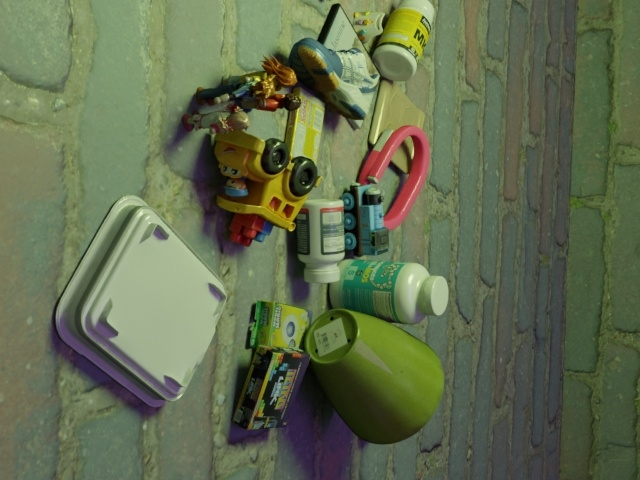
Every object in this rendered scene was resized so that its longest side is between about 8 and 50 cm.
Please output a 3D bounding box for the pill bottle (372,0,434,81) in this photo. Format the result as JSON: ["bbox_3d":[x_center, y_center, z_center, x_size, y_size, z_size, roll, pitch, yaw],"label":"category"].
[{"bbox_3d":[0.217,-0.523,2.151,0.119,0.119,0.209,53,50,-45],"label":"pill bottle"}]

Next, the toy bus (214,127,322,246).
[{"bbox_3d":[-0.132,-0.096,1.646,0.220,0.149,0.211,30,83,-52],"label":"toy bus"}]

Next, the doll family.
[{"bbox_3d":[-0.138,-0.282,1.580,0.263,0.163,0.118,-33,120,-51],"label":"doll family"}]

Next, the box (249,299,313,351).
[{"bbox_3d":[-0.085,0.190,1.809,0.179,0.043,0.105,19,77,-54],"label":"box"}]

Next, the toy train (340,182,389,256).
[{"bbox_3d":[0.109,-0.049,2.032,0.080,0.105,0.184,-15,105,-56],"label":"toy train"}]

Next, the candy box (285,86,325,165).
[{"bbox_3d":[-0.039,-0.226,1.863,0.105,0.027,0.206,21,74,-53],"label":"candy box"}]

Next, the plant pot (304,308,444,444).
[{"bbox_3d":[0.096,0.282,1.898,0.293,0.274,0.275,45,56,-45],"label":"plant pot"}]

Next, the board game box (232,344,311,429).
[{"bbox_3d":[-0.101,0.308,1.751,0.141,0.048,0.170,14,96,-55],"label":"board game box"}]

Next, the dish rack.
[{"bbox_3d":[-0.287,0.114,1.471,0.333,0.072,0.286,54,48,-45],"label":"dish rack"}]

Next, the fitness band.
[{"bbox_3d":[0.193,-0.164,2.158,0.291,0.054,0.209,-60,139,-19],"label":"fitness band"}]

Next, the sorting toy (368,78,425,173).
[{"bbox_3d":[0.200,-0.300,2.222,0.208,0.038,0.193,30,67,-49],"label":"sorting toy"}]

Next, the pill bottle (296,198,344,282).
[{"bbox_3d":[0.000,0.000,1.866,0.108,0.108,0.180,-11,102,-56],"label":"pill bottle"}]

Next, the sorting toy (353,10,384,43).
[{"bbox_3d":[0.121,-0.528,2.042,0.045,0.075,0.083,19,76,-56],"label":"sorting toy"}]

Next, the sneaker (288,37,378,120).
[{"bbox_3d":[0.033,-0.388,1.867,0.296,0.111,0.131,36,75,-57],"label":"sneaker"}]

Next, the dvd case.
[{"bbox_3d":[0.065,-0.416,2.013,0.253,0.022,0.180,50,52,-46],"label":"dvd case"}]

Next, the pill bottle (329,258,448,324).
[{"bbox_3d":[0.164,0.122,1.984,0.146,0.264,0.146,-6,98,-57],"label":"pill bottle"}]
